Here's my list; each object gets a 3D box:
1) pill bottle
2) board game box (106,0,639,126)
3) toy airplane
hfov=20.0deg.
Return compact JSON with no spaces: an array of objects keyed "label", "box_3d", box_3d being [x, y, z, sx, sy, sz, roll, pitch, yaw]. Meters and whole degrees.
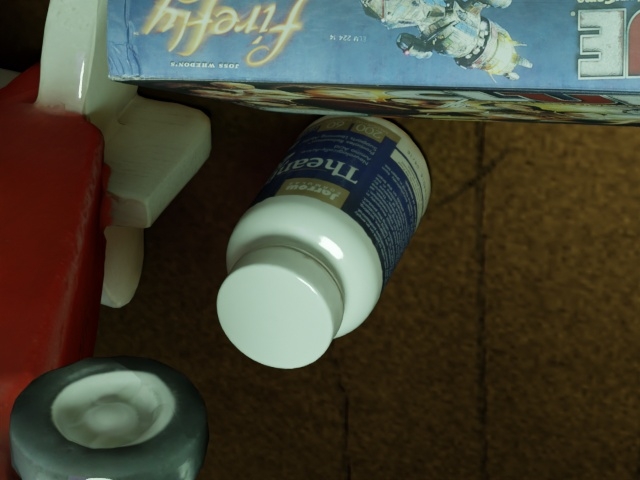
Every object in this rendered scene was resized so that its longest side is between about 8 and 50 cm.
[{"label":"pill bottle","box_3d":[0.000,0.000,0.765,0.067,0.120,0.067,10,124,15]},{"label":"board game box","box_3d":[0.069,-0.067,0.641,0.243,0.165,0.042,3,90,21]},{"label":"toy airplane","box_3d":[-0.177,0.024,0.699,0.272,0.384,0.386,-1,79,-3]}]
